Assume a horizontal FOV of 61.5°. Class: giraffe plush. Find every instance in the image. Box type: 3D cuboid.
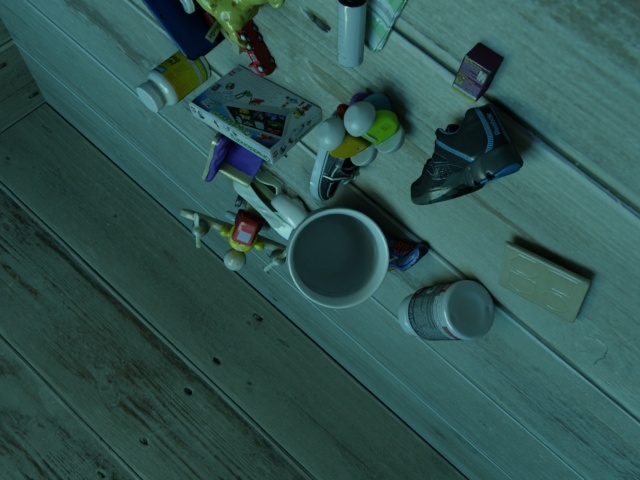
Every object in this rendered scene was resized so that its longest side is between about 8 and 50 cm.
[{"bbox_3d":[-0.161,-0.529,1.118,0.181,0.210,0.170,23,148,-40],"label":"giraffe plush"}]

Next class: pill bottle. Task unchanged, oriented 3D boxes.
[{"bbox_3d":[-0.441,-0.479,1.611,0.118,0.208,0.117,37,157,18],"label":"pill bottle"},{"bbox_3d":[0.347,0.206,1.543,0.161,0.161,0.283,47,158,-7],"label":"pill bottle"}]

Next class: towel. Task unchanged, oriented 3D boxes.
[{"bbox_3d":[0.092,-0.435,1.014,0.113,0.023,0.152,43,158,2],"label":"towel"}]

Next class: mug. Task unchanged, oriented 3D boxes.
[{"bbox_3d":[0.000,0.000,1.592,0.374,0.276,0.328,43,180,-8],"label":"mug"}]

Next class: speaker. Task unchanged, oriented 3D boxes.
[{"bbox_3d":[0.059,-0.402,1.030,0.055,0.055,0.136,35,154,22],"label":"speaker"}]

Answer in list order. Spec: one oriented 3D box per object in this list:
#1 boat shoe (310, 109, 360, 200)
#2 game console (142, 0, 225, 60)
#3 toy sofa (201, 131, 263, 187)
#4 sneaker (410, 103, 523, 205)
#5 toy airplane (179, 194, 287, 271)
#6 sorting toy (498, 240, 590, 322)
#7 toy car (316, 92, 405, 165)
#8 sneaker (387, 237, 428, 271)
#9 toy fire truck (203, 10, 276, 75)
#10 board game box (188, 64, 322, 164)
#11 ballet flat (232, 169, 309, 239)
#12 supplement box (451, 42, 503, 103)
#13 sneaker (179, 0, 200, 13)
[{"bbox_3d":[0.053,-0.198,1.399,0.105,0.113,0.306,32,141,13],"label":"boat shoe"},{"bbox_3d":[-0.406,-0.595,1.390,0.293,0.173,0.250,53,156,-20],"label":"game console"},{"bbox_3d":[-0.244,-0.271,1.647,0.150,0.177,0.362,28,160,-9],"label":"toy sofa"},{"bbox_3d":[0.279,-0.163,1.102,0.139,0.125,0.341,71,160,4],"label":"sneaker"},{"bbox_3d":[-0.306,-0.015,2.092,0.386,0.272,0.384,12,168,34],"label":"toy airplane"},{"bbox_3d":[0.507,0.092,1.233,0.193,0.038,0.208,31,159,30],"label":"sorting toy"},{"bbox_3d":[0.089,-0.259,1.194,0.182,0.136,0.159,-21,151,40],"label":"toy car"},{"bbox_3d":[0.225,0.036,1.560,0.087,0.083,0.221,54,155,-9],"label":"sneaker"},{"bbox_3d":[-0.203,-0.506,1.366,0.135,0.047,0.192,18,148,48],"label":"toy fire truck"},{"bbox_3d":[-0.173,-0.340,1.420,0.305,0.193,0.053,34,156,24],"label":"board game box"},{"bbox_3d":[-0.144,-0.126,1.870,0.400,0.139,0.139,41,158,11],"label":"ballet flat"},{"bbox_3d":[0.271,-0.290,0.936,0.055,0.043,0.083,39,159,12],"label":"supplement box"},{"bbox_3d":[-0.272,-0.581,1.224,0.079,0.121,0.217,59,179,-26],"label":"sneaker"}]
